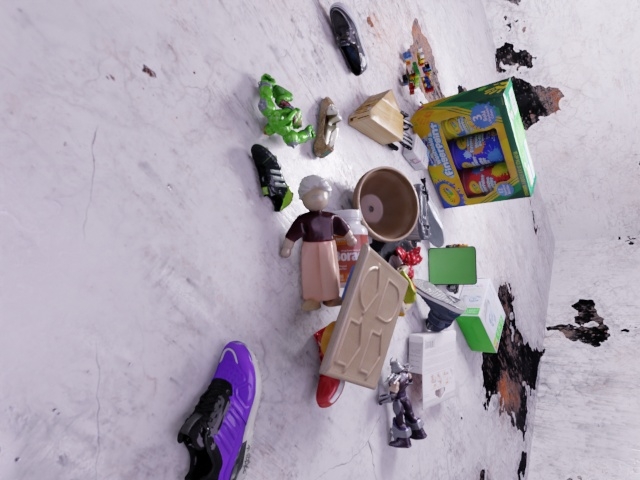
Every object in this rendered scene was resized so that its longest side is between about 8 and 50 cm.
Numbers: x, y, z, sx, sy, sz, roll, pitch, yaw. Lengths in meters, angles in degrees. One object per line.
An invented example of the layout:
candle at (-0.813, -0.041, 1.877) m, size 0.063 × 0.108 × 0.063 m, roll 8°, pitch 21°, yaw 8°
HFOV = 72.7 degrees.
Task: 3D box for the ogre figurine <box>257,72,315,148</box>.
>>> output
ogre figurine at (-0.094, -0.317, 1.099) m, size 0.118 × 0.096 × 0.197 m, roll -69°, pitch 146°, yaw -45°

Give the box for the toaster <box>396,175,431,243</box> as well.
toaster at (0.292, -0.102, 1.491) m, size 0.129 × 0.146 × 0.227 m, roll 5°, pitch 82°, yaw -62°

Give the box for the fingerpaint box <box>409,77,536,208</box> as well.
fingerpaint box at (0.624, -0.369, 1.769) m, size 0.163 × 0.371 × 0.445 m, roll -54°, pitch 126°, yaw -40°

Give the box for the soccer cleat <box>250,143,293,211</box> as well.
soccer cleat at (-0.124, -0.152, 1.069) m, size 0.072 × 0.060 × 0.179 m, roll -54°, pitch 128°, yaw -38°

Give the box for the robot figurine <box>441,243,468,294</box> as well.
robot figurine at (0.573, 0.112, 1.872) m, size 0.291 × 0.085 × 0.211 m, roll -15°, pitch 96°, yaw -51°

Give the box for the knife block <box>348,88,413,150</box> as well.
knife block at (0.229, -0.379, 1.507) m, size 0.276 × 0.088 × 0.242 m, roll -51°, pitch 123°, yaw -42°

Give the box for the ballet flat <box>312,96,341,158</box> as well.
ballet flat at (0.030, -0.335, 1.273) m, size 0.073 × 0.067 × 0.206 m, roll 26°, pitch 66°, yaw -46°

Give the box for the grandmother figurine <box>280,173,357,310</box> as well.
grandmother figurine at (0.000, 0.000, 1.130) m, size 0.207 × 0.104 × 0.343 m, roll -8°, pitch 93°, yaw -29°

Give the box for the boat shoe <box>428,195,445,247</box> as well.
boat shoe at (0.459, -0.085, 1.756) m, size 0.076 × 0.083 × 0.226 m, roll -42°, pitch 116°, yaw -44°

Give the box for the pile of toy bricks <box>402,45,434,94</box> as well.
pile of toy bricks at (0.383, -0.655, 1.741) m, size 0.105 × 0.118 × 0.212 m, roll 57°, pitch 21°, yaw -69°

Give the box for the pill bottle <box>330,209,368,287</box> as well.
pill bottle at (0.077, 0.024, 1.243) m, size 0.121 × 0.121 × 0.216 m, roll 1°, pitch 84°, yaw -51°

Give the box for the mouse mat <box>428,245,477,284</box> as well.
mouse mat at (0.523, 0.101, 1.729) m, size 0.007 × 0.189 × 0.153 m, roll 15°, pitch 75°, yaw -59°

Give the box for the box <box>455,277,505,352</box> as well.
box at (0.742, 0.346, 2.020) m, size 0.262 × 0.126 × 0.231 m, roll 58°, pitch 48°, yaw -28°

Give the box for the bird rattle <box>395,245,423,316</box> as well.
bird rattle at (0.283, 0.145, 1.519) m, size 0.253 × 0.143 × 0.207 m, roll -56°, pitch 139°, yaw -55°

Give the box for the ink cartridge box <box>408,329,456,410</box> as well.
ink cartridge box at (0.432, 0.482, 1.664) m, size 0.296 × 0.066 × 0.261 m, roll 9°, pitch 82°, yaw -50°

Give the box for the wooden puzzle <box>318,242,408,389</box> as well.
wooden puzzle at (0.111, 0.207, 1.139) m, size 0.348 × 0.080 × 0.322 m, roll 41°, pitch 66°, yaw -55°

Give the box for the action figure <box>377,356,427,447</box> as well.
action figure at (0.261, 0.525, 1.432) m, size 0.185 × 0.099 × 0.285 m, roll -10°, pitch 90°, yaw -44°

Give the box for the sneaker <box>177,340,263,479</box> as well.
sneaker at (-0.206, 0.350, 0.868) m, size 0.146 × 0.102 × 0.294 m, roll 18°, pitch 72°, yaw -48°

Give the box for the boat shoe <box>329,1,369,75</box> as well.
boat shoe at (0.085, -0.629, 1.380) m, size 0.229 × 0.080 × 0.076 m, roll 60°, pitch 43°, yaw -37°

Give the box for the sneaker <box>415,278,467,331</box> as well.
sneaker at (0.415, 0.255, 1.661) m, size 0.226 × 0.163 × 0.086 m, roll 30°, pitch 37°, yaw 2°

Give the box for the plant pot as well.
plant pot at (0.187, -0.108, 1.377) m, size 0.237 × 0.109 × 0.238 m, roll 3°, pitch 84°, yaw -29°

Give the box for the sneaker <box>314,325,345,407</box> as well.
sneaker at (0.009, 0.323, 1.169) m, size 0.128 × 0.087 × 0.221 m, roll 50°, pitch 37°, yaw -24°

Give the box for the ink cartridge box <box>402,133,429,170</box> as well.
ink cartridge box at (0.378, -0.347, 1.716) m, size 0.122 × 0.052 × 0.089 m, roll 38°, pitch 57°, yaw -43°
